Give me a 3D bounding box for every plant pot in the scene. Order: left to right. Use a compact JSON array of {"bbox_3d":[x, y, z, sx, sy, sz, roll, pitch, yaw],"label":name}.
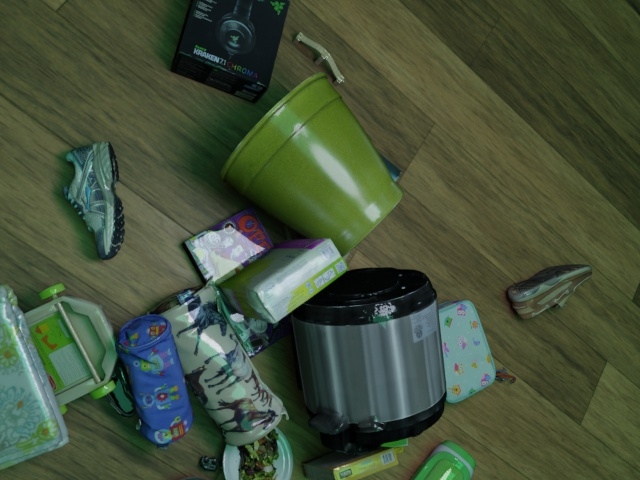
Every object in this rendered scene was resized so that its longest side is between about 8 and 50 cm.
[{"bbox_3d":[0.004,-0.154,1.461,0.353,0.366,0.366,46,69,-2],"label":"plant pot"}]

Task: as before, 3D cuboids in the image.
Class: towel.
[{"bbox_3d":[-0.738,0.316,1.226,0.320,0.090,0.375,-20,94,-6],"label":"towel"}]

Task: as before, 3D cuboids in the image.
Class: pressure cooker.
[{"bbox_3d":[0.122,0.305,1.457,0.369,0.375,0.421,-10,101,-6],"label":"pressure cooker"}]

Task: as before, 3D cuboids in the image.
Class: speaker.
[{"bbox_3d":[0.309,0.712,1.653,0.131,0.131,0.296,48,69,-11],"label":"speaker"}]

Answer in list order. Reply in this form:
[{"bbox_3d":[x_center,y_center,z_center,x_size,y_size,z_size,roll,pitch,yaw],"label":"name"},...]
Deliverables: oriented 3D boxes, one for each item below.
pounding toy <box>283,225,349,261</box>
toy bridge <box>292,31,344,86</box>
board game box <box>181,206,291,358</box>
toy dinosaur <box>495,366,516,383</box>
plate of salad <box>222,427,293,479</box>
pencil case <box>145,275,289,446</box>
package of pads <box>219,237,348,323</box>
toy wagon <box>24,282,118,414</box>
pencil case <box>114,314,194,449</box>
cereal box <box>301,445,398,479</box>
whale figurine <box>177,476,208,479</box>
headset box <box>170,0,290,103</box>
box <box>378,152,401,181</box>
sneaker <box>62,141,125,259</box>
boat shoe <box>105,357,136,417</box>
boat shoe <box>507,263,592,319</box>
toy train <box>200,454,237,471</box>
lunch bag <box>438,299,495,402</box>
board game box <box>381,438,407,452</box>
[{"bbox_3d":[-0.010,0.000,1.615,0.181,0.094,0.206,34,72,-16],"label":"pounding toy"},{"bbox_3d":[0.003,-0.525,1.699,0.188,0.063,0.026,43,70,-12],"label":"toy bridge"},{"bbox_3d":[-0.190,0.110,1.554,0.208,0.056,0.347,-31,96,-27],"label":"board game box"},{"bbox_3d":[0.569,0.427,1.832,0.082,0.090,0.047,13,95,10],"label":"toy dinosaur"},{"bbox_3d":[-0.152,0.559,1.492,0.199,0.048,0.200,15,61,-28],"label":"plate of salad"},{"bbox_3d":[-0.245,0.300,1.441,0.183,0.160,0.410,-30,96,6],"label":"pencil case"},{"bbox_3d":[-0.102,0.091,1.406,0.229,0.296,0.101,-35,103,-22],"label":"package of pads"},{"bbox_3d":[-0.628,0.266,1.308,0.344,0.068,0.267,-26,94,-3],"label":"toy wagon"},{"bbox_3d":[-0.378,0.323,1.347,0.133,0.119,0.306,-16,116,-20],"label":"pencil case"},{"bbox_3d":[0.069,0.569,1.504,0.173,0.240,0.047,-11,78,-23],"label":"cereal box"},{"bbox_3d":[-0.269,0.690,1.399,0.272,0.141,0.216,45,69,-13],"label":"whale figurine"},{"bbox_3d":[-0.235,-0.551,1.563,0.246,0.131,0.283,18,77,-21],"label":"headset box"},{"bbox_3d":[0.106,-0.204,1.716,0.233,0.044,0.159,37,72,-15],"label":"box"},{"bbox_3d":[-0.543,-0.091,1.409,0.122,0.110,0.283,-7,84,-6],"label":"sneaker"},{"bbox_3d":[-0.488,0.325,1.389,0.075,0.065,0.206,-28,95,-23],"label":"boat shoe"},{"bbox_3d":[0.751,0.164,1.919,0.324,0.123,0.117,-19,99,-17],"label":"boat shoe"},{"bbox_3d":[-0.229,0.576,1.491,0.158,0.027,0.036,18,79,-20],"label":"toy train"},{"bbox_3d":[0.394,0.326,1.743,0.224,0.108,0.279,-19,93,-29],"label":"lunch bag"},{"bbox_3d":[0.185,0.480,1.678,0.124,0.039,0.260,1,86,-22],"label":"board game box"}]
